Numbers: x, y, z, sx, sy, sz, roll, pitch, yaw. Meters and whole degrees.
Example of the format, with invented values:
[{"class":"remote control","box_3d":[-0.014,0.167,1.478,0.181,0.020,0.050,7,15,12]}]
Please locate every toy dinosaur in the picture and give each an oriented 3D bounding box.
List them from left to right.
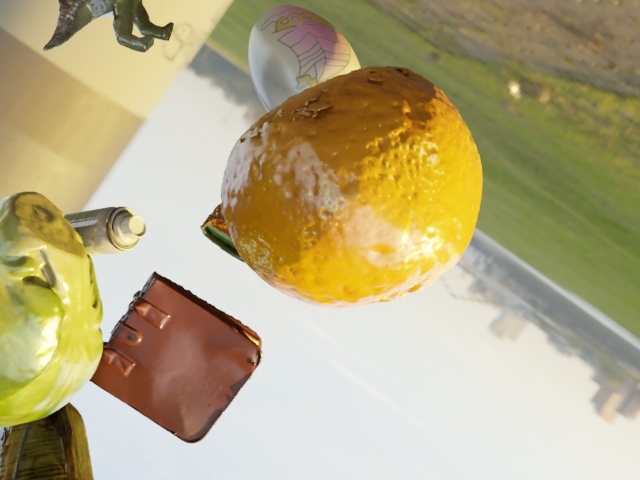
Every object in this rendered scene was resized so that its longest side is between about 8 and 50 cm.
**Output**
[{"class":"toy dinosaur","box_3d":[-0.268,-0.351,1.556,0.162,0.077,0.294,25,-132,-1]}]

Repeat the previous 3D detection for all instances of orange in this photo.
[{"class":"orange","box_3d":[0.047,-0.057,1.454,0.293,0.340,0.340,65,-174,2]}]

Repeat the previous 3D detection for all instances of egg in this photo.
[{"class":"egg","box_3d":[-0.030,-0.315,2.038,0.196,0.196,0.271,27,-138,-61]}]

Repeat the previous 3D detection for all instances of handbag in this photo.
[{"class":"handbag","box_3d":[-0.280,0.229,2.161,0.275,0.260,0.084,35,-168,-12]}]

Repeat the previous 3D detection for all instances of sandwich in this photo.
[{"class":"sandwich","box_3d":[-0.128,-0.033,2.430,0.292,0.109,0.212,9,138,33]}]

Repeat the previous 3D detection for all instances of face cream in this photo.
[{"class":"face cream","box_3d":[-0.361,-0.010,1.733,0.229,0.075,0.075,-7,154,38]}]

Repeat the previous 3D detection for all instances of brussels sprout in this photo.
[{"class":"brussels sprout","box_3d":[-0.466,0.096,1.634,0.289,0.355,0.281,45,-153,24]}]

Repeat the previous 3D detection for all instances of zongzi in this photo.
[{"class":"zongzi","box_3d":[-0.581,0.484,1.892,0.208,0.432,0.403,90,166,-73]}]
